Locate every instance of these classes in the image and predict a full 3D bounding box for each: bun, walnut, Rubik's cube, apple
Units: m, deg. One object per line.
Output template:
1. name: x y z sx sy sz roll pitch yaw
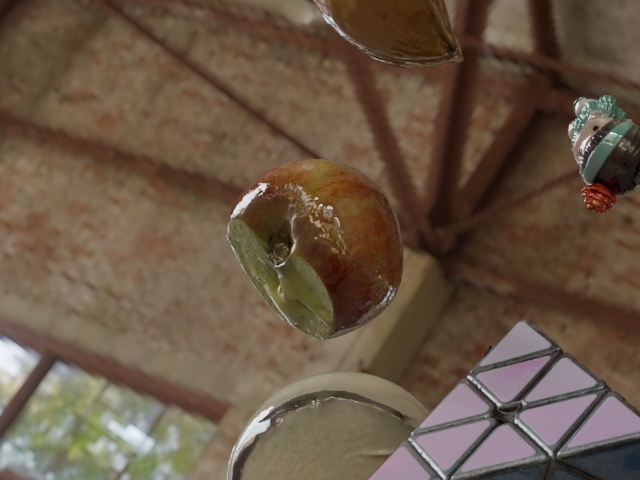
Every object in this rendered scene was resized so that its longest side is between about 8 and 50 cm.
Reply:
1. bun: 0.018 0.180 1.426 0.173 0.173 0.120 33 9 2
2. walnut: 0.026 -0.195 1.254 0.087 0.211 0.167 -20 -30 12
3. Rubik's cube: 0.139 0.150 1.244 0.178 0.190 0.211 -29 -105 56
4. apple: 0.000 0.000 1.938 0.195 0.160 0.173 25 -16 41

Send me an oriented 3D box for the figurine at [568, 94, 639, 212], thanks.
1. figurine: 0.183 -0.059 1.244 0.047 0.060 0.106 29 16 -14
